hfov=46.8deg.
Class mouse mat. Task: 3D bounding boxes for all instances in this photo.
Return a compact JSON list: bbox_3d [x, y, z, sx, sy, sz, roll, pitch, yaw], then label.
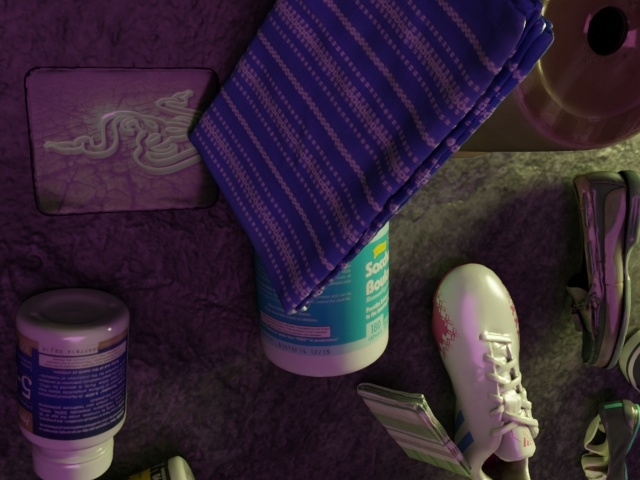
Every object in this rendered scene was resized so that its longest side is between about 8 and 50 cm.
[{"bbox_3d":[-0.197,-0.100,0.756,0.190,0.007,0.152,-5,112,-18],"label":"mouse mat"}]

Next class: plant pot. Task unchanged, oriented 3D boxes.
[{"bbox_3d":[0.181,-0.208,0.689,0.324,0.280,0.322,-6,113,-15],"label":"plant pot"}]

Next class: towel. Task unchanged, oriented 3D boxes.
[{"bbox_3d":[0.010,-0.127,0.627,0.040,0.243,0.336,0,139,-47],"label":"towel"},{"bbox_3d":[0.122,0.241,0.952,0.023,0.113,0.152,-51,122,-26],"label":"towel"}]

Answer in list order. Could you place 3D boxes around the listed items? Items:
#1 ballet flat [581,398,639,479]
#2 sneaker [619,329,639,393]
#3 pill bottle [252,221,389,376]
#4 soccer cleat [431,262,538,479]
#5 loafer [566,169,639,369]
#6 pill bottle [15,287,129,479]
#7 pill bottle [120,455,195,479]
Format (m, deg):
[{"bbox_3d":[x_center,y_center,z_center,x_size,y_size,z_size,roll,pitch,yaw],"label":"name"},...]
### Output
[{"bbox_3d":[0.430,0.320,1.112,0.074,0.074,0.203,-13,121,-14],"label":"ballet flat"},{"bbox_3d":[0.584,0.234,1.093,0.321,0.127,0.126,31,100,-25],"label":"sneaker"},{"bbox_3d":[0.000,0.000,0.784,0.146,0.146,0.263,-9,114,-15],"label":"pill bottle"},{"bbox_3d":[0.225,0.189,0.940,0.116,0.143,0.331,-18,115,-12],"label":"soccer cleat"},{"bbox_3d":[0.356,0.038,0.966,0.084,0.096,0.267,3,104,1],"label":"loafer"},{"bbox_3d":[-0.260,0.155,0.777,0.112,0.112,0.186,0,110,-19],"label":"pill bottle"},{"bbox_3d":[-0.239,0.346,0.858,0.209,0.119,0.119,-22,116,-10],"label":"pill bottle"}]
